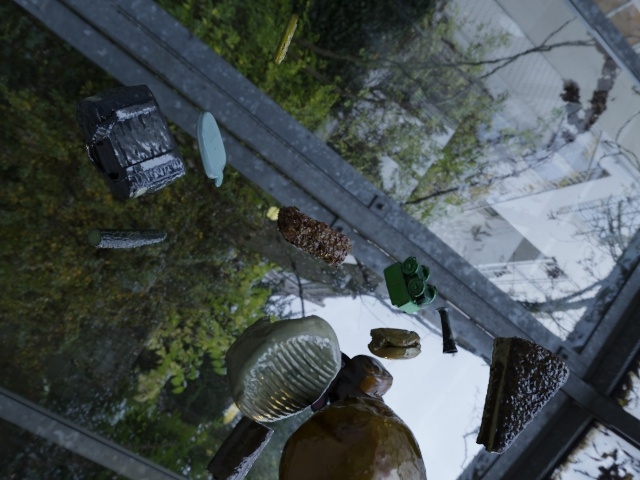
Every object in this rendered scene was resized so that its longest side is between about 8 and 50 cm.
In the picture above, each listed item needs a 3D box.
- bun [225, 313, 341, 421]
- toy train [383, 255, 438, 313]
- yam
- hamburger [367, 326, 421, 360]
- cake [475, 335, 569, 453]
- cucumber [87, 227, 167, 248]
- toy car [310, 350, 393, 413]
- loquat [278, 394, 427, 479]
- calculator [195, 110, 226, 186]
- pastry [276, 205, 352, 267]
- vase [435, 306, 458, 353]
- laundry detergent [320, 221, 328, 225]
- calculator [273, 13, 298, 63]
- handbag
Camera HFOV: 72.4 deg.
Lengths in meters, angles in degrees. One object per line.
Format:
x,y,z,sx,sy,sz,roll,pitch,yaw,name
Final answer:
-0.076,0.229,0.831,0.237,0.210,0.116,-49,-147,4,bun
0.381,0.192,1.878,0.188,0.132,0.243,-34,-133,29,toy train
-0.161,0.421,0.883,0.127,0.084,0.084,-55,-163,-20,yam
0.206,0.287,1.223,0.138,0.147,0.083,155,-64,-77,hamburger
0.432,0.338,0.932,0.112,0.135,0.246,102,4,-78,cake
-0.608,-0.009,1.424,0.067,0.067,0.293,-46,162,20,cucumber
0.090,0.482,1.528,0.240,0.271,0.341,-54,-136,4,toy car
0.067,0.429,0.780,0.276,0.276,0.284,-37,-113,41,loquat
-0.412,-0.345,1.667,0.042,0.295,0.184,-1,-142,7,calculator
-0.014,-0.003,0.847,0.087,0.169,0.063,-46,-158,51,pastry
0.467,0.331,1.618,0.059,0.059,0.167,-34,-130,47,vase
0.000,0.000,1.405,0.097,0.049,0.165,-53,163,-8,laundry detergent
-0.107,-0.623,1.349,0.235,0.032,0.146,-92,-154,-56,calculator
-0.464,-0.232,1.050,0.181,0.254,0.181,-32,-157,-34,handbag
